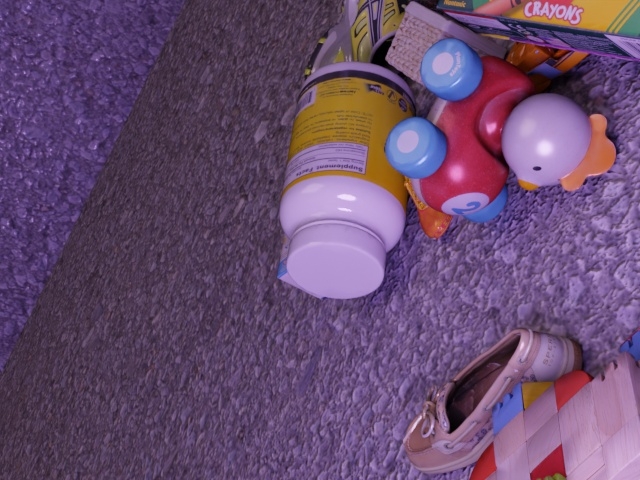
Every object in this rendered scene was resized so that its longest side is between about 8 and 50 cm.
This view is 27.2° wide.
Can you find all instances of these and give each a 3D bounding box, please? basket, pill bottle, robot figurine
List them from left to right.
[{"bbox_3d":[0.040,-0.089,1.975,0.188,0.188,0.334,-37,36,46],"label":"pill bottle"},{"bbox_3d":[0.182,-0.278,1.975,0.103,0.113,0.167,-63,24,12],"label":"basket"},{"bbox_3d":[0.346,-0.327,1.721,0.291,0.085,0.211,-42,32,41],"label":"robot figurine"}]

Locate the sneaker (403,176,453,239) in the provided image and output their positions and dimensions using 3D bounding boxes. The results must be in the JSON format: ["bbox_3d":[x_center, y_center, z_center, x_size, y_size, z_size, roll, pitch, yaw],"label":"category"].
[{"bbox_3d":[0.147,-0.065,1.884,0.064,0.067,0.175,-49,30,27],"label":"sneaker"}]

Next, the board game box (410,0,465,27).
[{"bbox_3d":[0.263,-0.492,1.983,0.291,0.141,0.232,-26,43,54],"label":"board game box"}]

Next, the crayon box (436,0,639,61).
[{"bbox_3d":[0.348,-0.381,1.556,0.363,0.106,0.313,18,88,43],"label":"crayon box"}]

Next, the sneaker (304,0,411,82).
[{"bbox_3d":[0.115,-0.369,2.217,0.147,0.145,0.385,11,71,34],"label":"sneaker"}]

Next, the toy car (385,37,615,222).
[{"bbox_3d":[0.246,-0.111,1.636,0.238,0.219,0.210,22,86,38],"label":"toy car"}]

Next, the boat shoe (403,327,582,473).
[{"bbox_3d":[0.179,0.181,1.542,0.285,0.089,0.105,-44,31,38],"label":"boat shoe"}]

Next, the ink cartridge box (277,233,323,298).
[{"bbox_3d":[0.000,0.000,2.086,0.092,0.090,0.143,-37,36,45],"label":"ink cartridge box"}]

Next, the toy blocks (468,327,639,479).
[{"bbox_3d":[0.242,0.231,1.306,0.381,0.190,0.261,-49,16,27],"label":"toy blocks"}]
